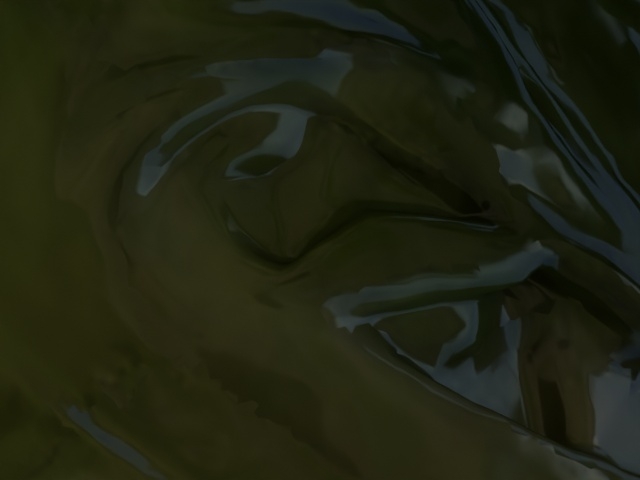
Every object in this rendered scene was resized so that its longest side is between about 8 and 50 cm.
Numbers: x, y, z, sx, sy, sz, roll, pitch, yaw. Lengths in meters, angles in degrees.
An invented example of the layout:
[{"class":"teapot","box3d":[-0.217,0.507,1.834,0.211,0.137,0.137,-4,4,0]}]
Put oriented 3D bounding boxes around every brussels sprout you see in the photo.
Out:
[{"class":"brussels sprout","box3d":[0.000,0.000,0.554,0.247,0.328,0.328,127,-36,-55]}]
